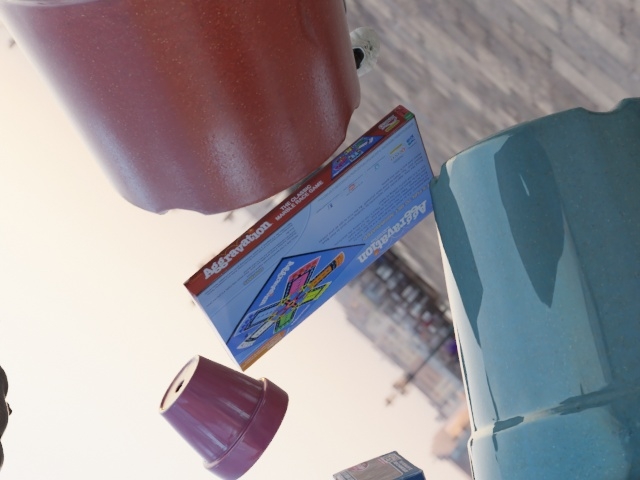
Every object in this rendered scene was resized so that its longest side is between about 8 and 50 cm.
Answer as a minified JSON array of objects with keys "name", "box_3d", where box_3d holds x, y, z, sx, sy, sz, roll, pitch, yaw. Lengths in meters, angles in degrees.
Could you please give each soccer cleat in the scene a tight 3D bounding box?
[{"name":"soccer cleat","box_3d":[0.057,-0.298,1.983,0.068,0.196,0.076,44,135,-6]}]

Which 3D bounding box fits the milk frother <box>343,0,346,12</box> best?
[{"name":"milk frother","box_3d":[-0.039,-0.281,1.554,0.129,0.143,0.135,12,152,14]}]

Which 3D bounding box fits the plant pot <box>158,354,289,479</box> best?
[{"name":"plant pot","box_3d":[-0.186,0.309,2.214,0.180,0.201,0.201,36,-179,-14]}]

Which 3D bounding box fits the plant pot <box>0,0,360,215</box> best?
[{"name":"plant pot","box_3d":[-0.101,-0.176,0.819,0.272,0.272,0.265,41,159,45]}]

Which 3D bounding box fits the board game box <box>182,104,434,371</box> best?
[{"name":"board game box","box_3d":[0.000,0.000,1.226,0.027,0.281,0.145,40,164,39]}]

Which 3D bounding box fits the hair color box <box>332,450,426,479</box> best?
[{"name":"hair color box","box_3d":[0.129,0.474,1.647,0.174,0.105,0.347,171,80,-81]}]

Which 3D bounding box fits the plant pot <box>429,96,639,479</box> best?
[{"name":"plant pot","box_3d":[0.261,0.067,1.121,0.341,0.341,0.334,43,-147,-76]}]

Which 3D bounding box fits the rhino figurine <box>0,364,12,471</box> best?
[{"name":"rhino figurine","box_3d":[-0.398,0.176,1.418,0.106,0.073,0.243,96,168,-58]}]
